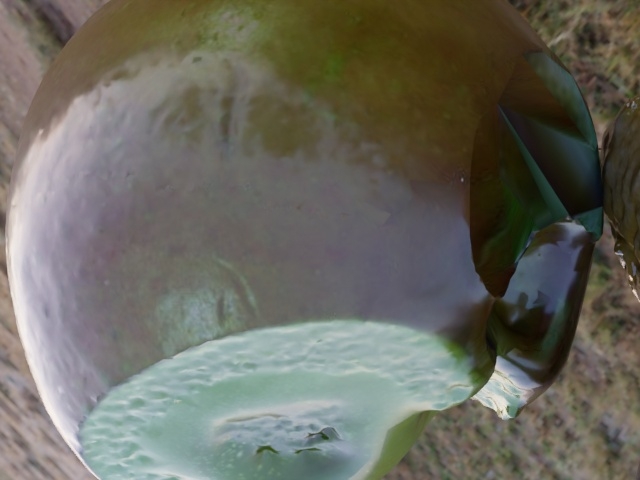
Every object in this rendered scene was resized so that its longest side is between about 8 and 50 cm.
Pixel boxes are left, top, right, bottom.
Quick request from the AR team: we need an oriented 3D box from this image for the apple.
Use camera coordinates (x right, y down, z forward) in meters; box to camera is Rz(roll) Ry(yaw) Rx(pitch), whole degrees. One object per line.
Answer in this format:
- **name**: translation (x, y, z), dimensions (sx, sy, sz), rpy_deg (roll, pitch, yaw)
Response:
- **apple**: translation (0.000, 0.000, 0.709), dimensions (0.374, 0.374, 0.383), rpy_deg (10, 109, 50)

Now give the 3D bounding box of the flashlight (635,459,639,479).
- **flashlight**: translation (0.267, 0.121, 0.749), dimensions (0.103, 0.424, 0.103), rpy_deg (17, 144, 13)

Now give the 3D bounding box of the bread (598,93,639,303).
- **bread**: translation (0.254, 0.005, 0.621), dimensions (0.139, 0.143, 0.229), rpy_deg (110, 138, -78)
